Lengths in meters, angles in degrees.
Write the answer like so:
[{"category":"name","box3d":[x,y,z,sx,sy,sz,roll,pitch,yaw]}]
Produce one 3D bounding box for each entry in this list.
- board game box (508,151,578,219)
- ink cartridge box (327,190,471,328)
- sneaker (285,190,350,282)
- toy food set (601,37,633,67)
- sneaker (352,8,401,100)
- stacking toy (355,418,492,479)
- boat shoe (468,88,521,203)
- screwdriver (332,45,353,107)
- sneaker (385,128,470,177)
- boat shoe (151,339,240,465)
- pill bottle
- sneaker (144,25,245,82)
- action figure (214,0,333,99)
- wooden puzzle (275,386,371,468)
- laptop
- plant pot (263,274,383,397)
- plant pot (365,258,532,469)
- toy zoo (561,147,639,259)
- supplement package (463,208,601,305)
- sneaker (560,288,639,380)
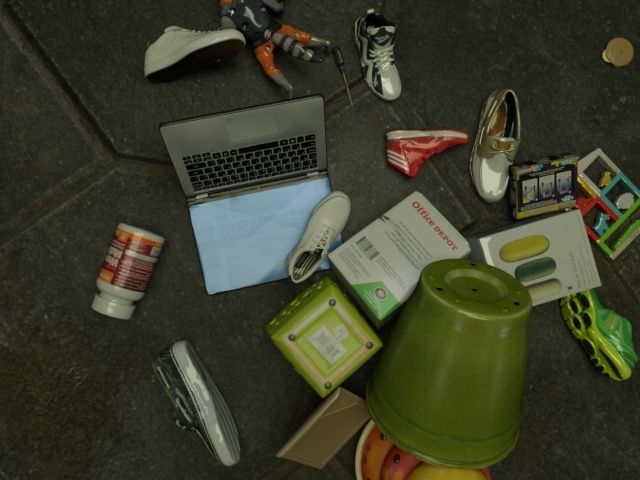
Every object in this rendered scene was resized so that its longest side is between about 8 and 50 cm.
[{"category":"board game box","box3d":[0.582,-0.143,1.449,0.170,0.048,0.141,-12,115,-5]},{"category":"ink cartridge box","box3d":[0.196,0.048,1.393,0.289,0.121,0.211,-35,69,-8]},{"category":"sneaker","box3d":[0.000,0.000,1.377,0.094,0.091,0.258,23,110,-21]},{"category":"toy food set","box3d":[0.835,-0.525,1.549,0.083,0.020,0.083,29,86,-3]},{"category":"sneaker","box3d":[0.156,-0.487,1.431,0.094,0.153,0.234,-15,90,-4]},{"category":"stacking toy","box3d":[0.278,0.568,1.241,0.351,0.480,0.350,0,88,-4]},{"category":"boat shoe","box3d":[0.466,-0.252,1.471,0.113,0.103,0.302,3,88,-4]},{"category":"screwdriver","box3d":[0.064,-0.439,1.494,0.024,0.025,0.169,-16,98,-5]},{"category":"sneaker","box3d":[0.284,-0.230,1.478,0.221,0.087,0.128,1,97,8]},{"category":"boat shoe","box3d":[-0.314,0.419,1.397,0.119,0.121,0.335,-29,80,3]},{"category":"pill bottle","box3d":[-0.482,0.076,1.381,0.121,0.121,0.221,20,87,-3]},{"category":"sneaker","box3d":[-0.325,-0.497,1.382,0.290,0.106,0.123,-10,81,20]},{"category":"action figure","box3d":[-0.115,-0.572,1.407,0.330,0.178,0.341,38,89,-12]},{"category":"wooden puzzle","box3d":[0.019,0.461,1.366,0.221,0.239,0.044,-47,51,1]},{"category":"laptop","box3d":[-0.146,-0.100,1.361,0.382,0.408,0.236,-12,56,-6]},{"category":"plant pot","box3d":[0.009,0.239,1.371,0.227,0.207,0.228,-40,92,-5]},{"category":"plant pot","box3d":[0.311,0.244,1.249,0.367,0.366,0.352,6,118,-4]},{"category":"toy zoo","box3d":[0.764,-0.116,1.526,0.192,0.030,0.293,-45,91,-4]},{"category":"supplement package","box3d":[0.520,0.054,1.418,0.263,0.198,0.199,-16,90,-5]},{"category":"sneaker","box3d":[0.751,0.227,1.491,0.124,0.109,0.295,-26,88,-29]}]
